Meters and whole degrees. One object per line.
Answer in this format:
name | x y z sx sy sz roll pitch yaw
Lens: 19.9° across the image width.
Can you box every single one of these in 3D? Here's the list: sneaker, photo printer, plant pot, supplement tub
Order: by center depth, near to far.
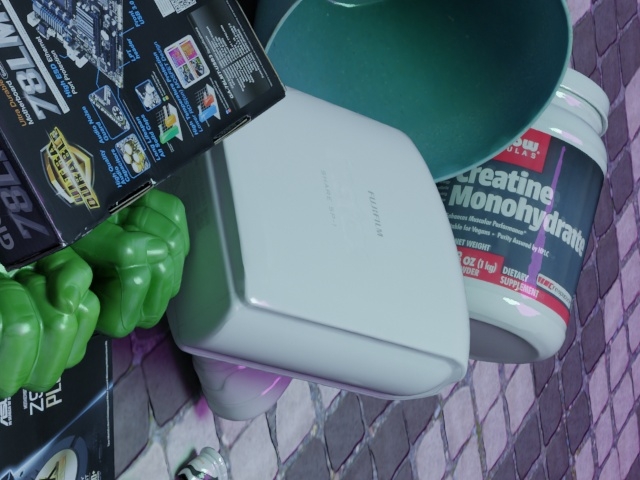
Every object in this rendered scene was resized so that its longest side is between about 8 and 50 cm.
photo printer | 0.000 0.000 1.540 0.307 0.107 0.256 18 50 -42
sneaker | -0.037 0.003 1.666 0.292 0.108 0.169 -61 148 -33
sneaker | -0.105 0.243 1.673 0.044 0.040 0.109 -33 122 -35
plant pot | 0.063 -0.217 1.681 0.290 0.290 0.195 61 8 -47
supplement tub | 0.176 -0.030 1.809 0.191 0.191 0.272 42 59 -56

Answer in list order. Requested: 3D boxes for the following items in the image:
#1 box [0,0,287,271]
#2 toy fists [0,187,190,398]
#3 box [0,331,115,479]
box | -0.185 -0.169 1.288 0.293 0.073 0.295 -40 105 -50
toy fists | -0.196 0.020 1.315 0.096 0.142 0.279 -56 167 31
box | -0.228 0.158 1.378 0.147 0.077 0.180 -18 112 -59
